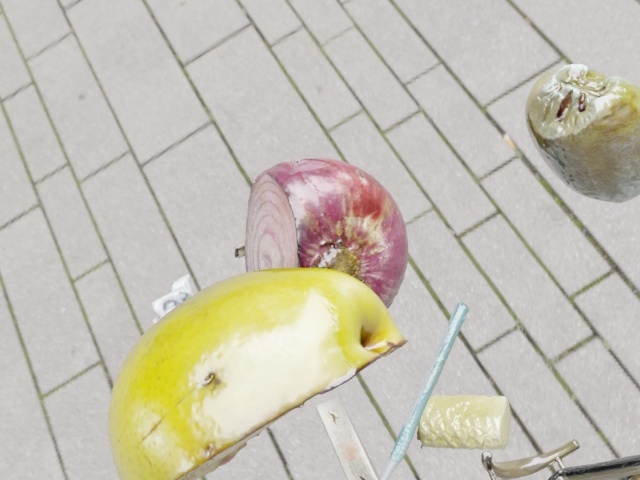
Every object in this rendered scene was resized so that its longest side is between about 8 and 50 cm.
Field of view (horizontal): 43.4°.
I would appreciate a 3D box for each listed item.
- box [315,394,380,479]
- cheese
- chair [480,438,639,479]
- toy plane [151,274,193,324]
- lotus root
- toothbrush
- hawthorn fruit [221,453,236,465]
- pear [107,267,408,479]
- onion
[{"bbox_3d":[0.080,0.433,1.454,0.051,0.365,0.205,-26,58,-3],"label":"box"},{"bbox_3d":[0.281,0.352,1.564,0.167,0.123,0.094,-4,101,25],"label":"cheese"},{"bbox_3d":[0.365,0.371,1.125,0.188,0.166,0.272,0,38,-27],"label":"chair"},{"bbox_3d":[-0.184,0.177,1.387,0.252,0.118,0.252,0,90,-10],"label":"toy plane"},{"bbox_3d":[0.254,-0.087,0.734,0.113,0.192,0.088,26,81,38],"label":"lotus root"},{"bbox_3d":[0.054,0.114,0.473,0.014,0.011,0.167,23,86,17],"label":"toothbrush"},{"bbox_3d":[-0.274,0.393,1.856,0.207,0.207,0.243,1,106,17],"label":"hawthorn fruit"},{"bbox_3d":[-0.106,0.148,0.971,0.386,0.340,0.191,-37,80,21],"label":"pear"},{"bbox_3d":[0.019,0.003,1.232,0.230,0.256,0.272,0,35,-20],"label":"onion"}]
